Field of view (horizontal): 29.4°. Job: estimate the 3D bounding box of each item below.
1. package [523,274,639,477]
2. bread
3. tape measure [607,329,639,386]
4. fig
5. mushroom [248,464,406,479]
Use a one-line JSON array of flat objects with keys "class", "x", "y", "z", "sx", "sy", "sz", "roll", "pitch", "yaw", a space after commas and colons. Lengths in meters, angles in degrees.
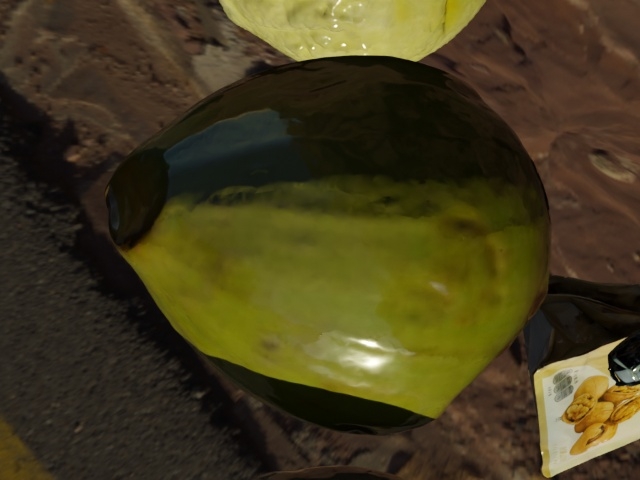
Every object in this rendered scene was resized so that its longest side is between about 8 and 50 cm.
[{"class": "package", "x": 0.377, "y": 0.170, "z": 1.762, "sx": 0.221, "sy": 0.311, "sz": 0.165, "roll": -23, "pitch": 52, "yaw": -4}, {"class": "bread", "x": 0.046, "y": -0.316, "z": 1.123, "sx": 0.237, "sy": 0.320, "sz": 0.320, "roll": 18, "pitch": 98, "yaw": 23}, {"class": "tape measure", "x": 0.398, "y": 0.139, "z": 1.490, "sx": 0.091, "sy": 0.094, "sz": 0.054, "roll": -35, "pitch": 92, "yaw": -29}, {"class": "fig", "x": 0.000, "y": 0.000, "z": 0.749, "sx": 0.271, "sy": 0.239, "sz": 0.239, "roll": 8, "pitch": 98, "yaw": -23}, {"class": "mushroom", "x": 0.004, "y": 0.204, "z": 0.728, "sx": 0.166, "sy": 0.166, "sz": 0.127, "roll": -3, "pitch": 96, "yaw": 11}]
